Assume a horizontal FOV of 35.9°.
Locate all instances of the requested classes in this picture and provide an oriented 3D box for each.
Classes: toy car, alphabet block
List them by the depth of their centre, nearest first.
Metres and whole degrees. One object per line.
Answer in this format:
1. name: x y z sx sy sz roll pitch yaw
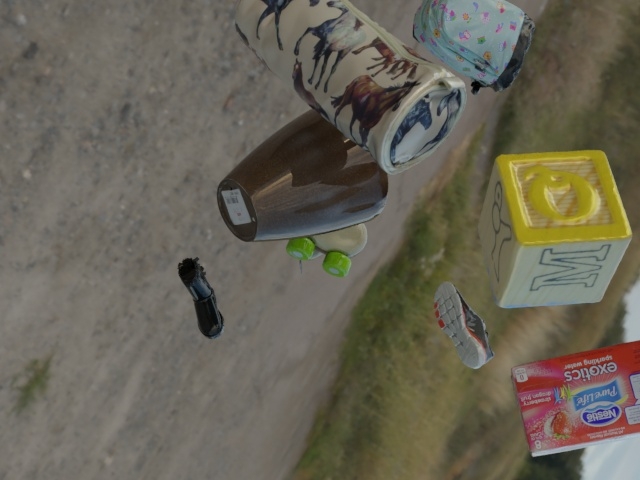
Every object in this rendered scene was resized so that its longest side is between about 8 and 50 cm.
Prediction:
1. alphabet block: 0.387 -0.018 1.669 0.197 0.194 0.192 93 -9 -55
2. toy car: 0.000 0.000 1.920 0.188 0.149 0.155 127 -13 -65

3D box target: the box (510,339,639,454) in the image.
1. box: 0.413 0.224 1.421 0.122 0.257 0.128 50 28 -70

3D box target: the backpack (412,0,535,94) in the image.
1. backpack: 0.241 -0.333 1.554 0.115 0.182 0.151 -8 -120 66

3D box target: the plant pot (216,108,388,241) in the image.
1. plant pot: -0.046 -0.089 1.605 0.230 0.215 0.215 -26 146 -33

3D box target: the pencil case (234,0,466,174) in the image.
1. pencil case: 0.039 -0.268 1.448 0.160 0.410 0.183 -16 138 -37

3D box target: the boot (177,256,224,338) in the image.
1. boot: -0.201 0.093 1.648 0.045 0.121 0.099 -19 138 2

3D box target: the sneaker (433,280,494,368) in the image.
1. sneaker: 0.248 0.143 1.691 0.065 0.157 0.061 -9 162 -45
